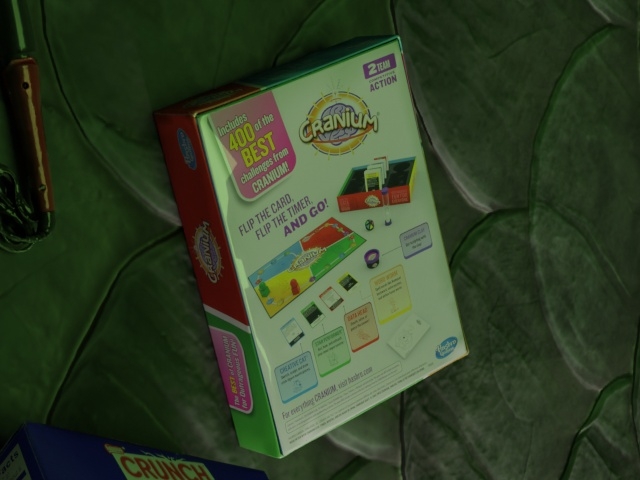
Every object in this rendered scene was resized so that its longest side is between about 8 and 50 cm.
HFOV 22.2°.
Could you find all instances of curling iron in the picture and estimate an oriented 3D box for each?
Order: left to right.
[{"bbox_3d":[-0.238,-0.125,1.244,0.068,0.035,0.274,-6,96,-47],"label":"curling iron"}]

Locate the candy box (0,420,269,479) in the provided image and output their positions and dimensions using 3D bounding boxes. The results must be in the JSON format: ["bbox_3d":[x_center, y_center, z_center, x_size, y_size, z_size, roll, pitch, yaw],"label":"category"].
[{"bbox_3d":[-0.101,0.304,1.215,0.268,0.317,0.122,20,121,-45],"label":"candy box"}]

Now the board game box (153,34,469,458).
[{"bbox_3d":[0.000,0.000,1.461,0.242,0.064,0.316,-24,109,-35],"label":"board game box"}]
